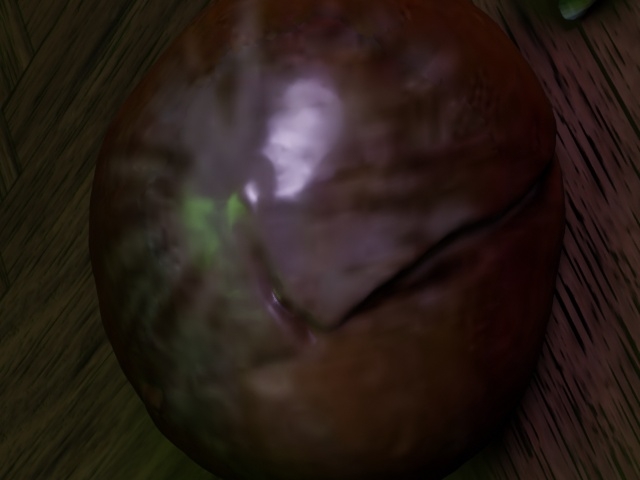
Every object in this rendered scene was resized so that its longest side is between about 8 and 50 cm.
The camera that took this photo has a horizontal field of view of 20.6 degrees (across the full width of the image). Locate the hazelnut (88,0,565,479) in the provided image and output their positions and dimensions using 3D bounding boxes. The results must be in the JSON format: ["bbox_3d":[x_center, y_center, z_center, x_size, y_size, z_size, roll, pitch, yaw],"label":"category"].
[{"bbox_3d":[0.000,0.000,1.133,0.315,0.372,0.372,-8,79,13],"label":"hazelnut"}]

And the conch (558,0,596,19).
[{"bbox_3d":[0.164,-0.224,1.120,0.153,0.102,0.135,-48,37,40],"label":"conch"}]
